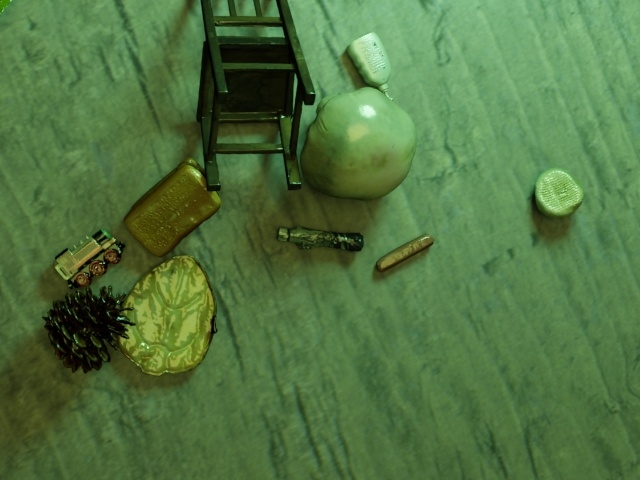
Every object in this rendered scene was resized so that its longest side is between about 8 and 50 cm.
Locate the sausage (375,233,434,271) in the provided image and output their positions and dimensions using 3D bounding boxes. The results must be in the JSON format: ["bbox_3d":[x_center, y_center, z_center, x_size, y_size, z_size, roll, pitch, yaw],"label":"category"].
[{"bbox_3d":[0.187,0.025,1.757,0.147,0.030,0.035,-30,98,-10],"label":"sausage"}]

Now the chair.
[{"bbox_3d":[-0.148,-0.326,1.610,0.203,0.416,0.240,-3,137,-12],"label":"chair"}]

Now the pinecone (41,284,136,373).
[{"bbox_3d":[-0.440,0.161,1.551,0.165,0.163,0.163,-34,99,4],"label":"pinecone"}]

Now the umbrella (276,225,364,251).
[{"bbox_3d":[0.000,0.000,1.708,0.188,0.046,0.050,6,95,-13],"label":"umbrella"}]

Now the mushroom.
[{"bbox_3d":[0.064,-0.209,1.643,0.254,0.234,0.260,-27,142,-16],"label":"mushroom"}]

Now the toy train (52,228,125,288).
[{"bbox_3d":[-0.463,0.034,1.606,0.138,0.050,0.087,-39,96,-9],"label":"toy train"}]

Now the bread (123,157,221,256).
[{"bbox_3d":[-0.294,-0.065,1.606,0.200,0.077,0.116,-39,111,16],"label":"bread"}]

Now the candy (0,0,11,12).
[{"bbox_3d":[-0.694,-0.530,1.530,0.246,0.069,0.149,26,81,-7],"label":"candy"}]

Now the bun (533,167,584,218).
[{"bbox_3d":[0.537,-0.107,1.811,0.115,0.069,0.115,-1,85,8],"label":"bun"}]

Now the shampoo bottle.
[{"bbox_3d":[0.120,-0.367,1.724,0.077,0.045,0.152,-29,96,-12],"label":"shampoo bottle"}]

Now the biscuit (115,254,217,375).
[{"bbox_3d":[-0.309,0.154,1.651,0.203,0.041,0.260,17,87,-8],"label":"biscuit"}]
